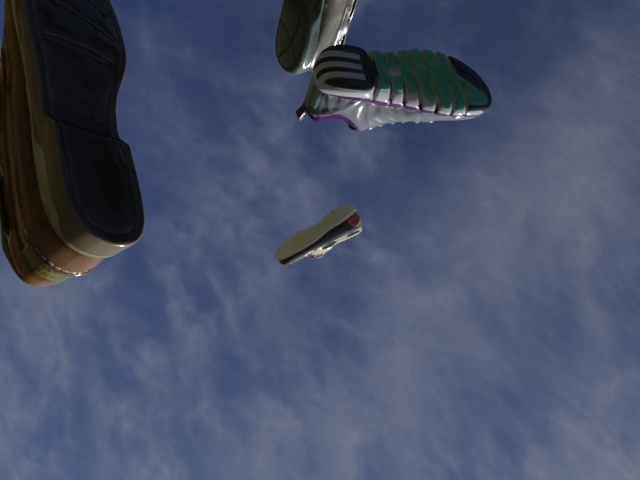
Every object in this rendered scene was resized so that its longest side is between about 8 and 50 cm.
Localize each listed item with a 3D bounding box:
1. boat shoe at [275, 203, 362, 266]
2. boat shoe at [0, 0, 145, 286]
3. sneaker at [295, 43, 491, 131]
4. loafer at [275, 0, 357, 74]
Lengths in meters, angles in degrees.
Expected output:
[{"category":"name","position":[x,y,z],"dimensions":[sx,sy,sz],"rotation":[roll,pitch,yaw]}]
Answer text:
[{"category":"boat shoe","position":[0.000,0.000,1.023],"dimensions":[0.049,0.137,0.043],"rotation":[24,-39,52]},{"category":"boat shoe","position":[-0.228,-0.112,0.612],"dimensions":[0.104,0.111,0.307],"rotation":[-27,-121,26]},{"category":"sneaker","position":[0.085,-0.166,0.863],"dimensions":[0.098,0.223,0.083],"rotation":[129,-39,-54]},{"category":"loafer","position":[0.018,-0.327,0.914],"dimensions":[0.096,0.084,0.267],"rotation":[56,-41,31]}]
